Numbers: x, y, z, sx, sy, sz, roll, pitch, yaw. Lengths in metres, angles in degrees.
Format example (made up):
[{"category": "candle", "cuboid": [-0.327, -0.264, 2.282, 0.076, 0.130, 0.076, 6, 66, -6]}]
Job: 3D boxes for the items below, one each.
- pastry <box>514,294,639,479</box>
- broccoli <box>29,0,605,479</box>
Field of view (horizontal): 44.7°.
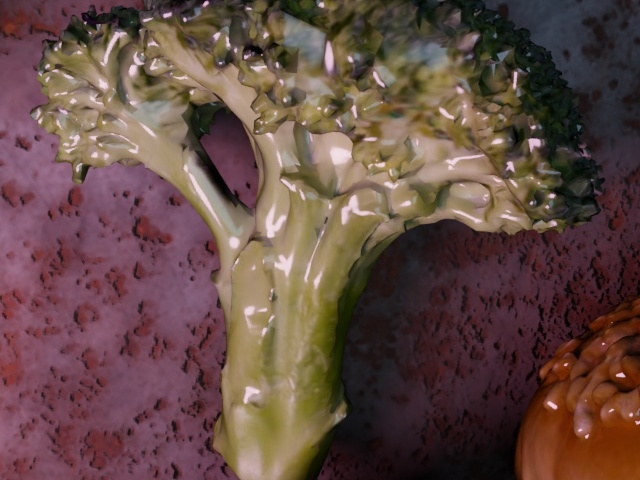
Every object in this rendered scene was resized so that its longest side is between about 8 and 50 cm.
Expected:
[{"category": "pastry", "cuboid": [0.336, 0.134, 0.549, 0.410, 0.409, 0.245, -12, 82, -5]}, {"category": "broccoli", "cuboid": [0.027, -0.007, 0.561, 0.353, 0.275, 0.397, -12, 94, 39]}]
